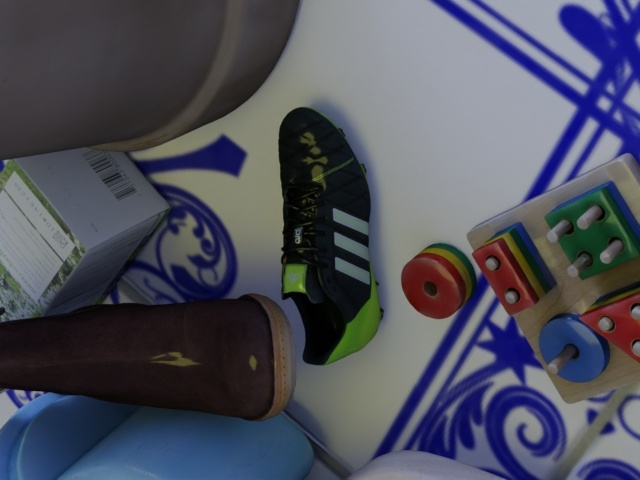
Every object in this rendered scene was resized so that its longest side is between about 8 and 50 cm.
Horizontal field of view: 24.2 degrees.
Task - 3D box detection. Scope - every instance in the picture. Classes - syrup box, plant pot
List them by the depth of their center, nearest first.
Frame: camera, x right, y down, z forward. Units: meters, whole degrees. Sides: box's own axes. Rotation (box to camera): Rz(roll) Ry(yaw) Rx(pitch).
[{"bbox_3d":[-0.218,-0.174,0.943,0.323,0.280,0.323,18,124,29],"label":"plant pot"},{"bbox_3d":[-0.224,0.021,1.180,0.093,0.096,0.237,50,134,9],"label":"syrup box"}]

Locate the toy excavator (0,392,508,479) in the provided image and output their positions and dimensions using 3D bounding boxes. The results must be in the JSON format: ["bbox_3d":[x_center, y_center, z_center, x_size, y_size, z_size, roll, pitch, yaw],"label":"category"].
[{"bbox_3d":[-0.032,0.225,1.077,0.433,0.222,0.445,43,126,6],"label":"toy excavator"}]

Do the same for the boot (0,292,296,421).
[{"bbox_3d":[-0.147,0.087,1.037,0.248,0.207,0.090,-3,91,64],"label":"boot"}]

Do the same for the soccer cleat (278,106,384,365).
[{"bbox_3d":[0.000,0.000,1.006,0.060,0.072,0.179,4,115,37],"label":"soccer cleat"}]

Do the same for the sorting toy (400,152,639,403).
[{"bbox_3d":[0.168,0.031,0.908,0.274,0.046,0.132,-27,95,43],"label":"sorting toy"}]
